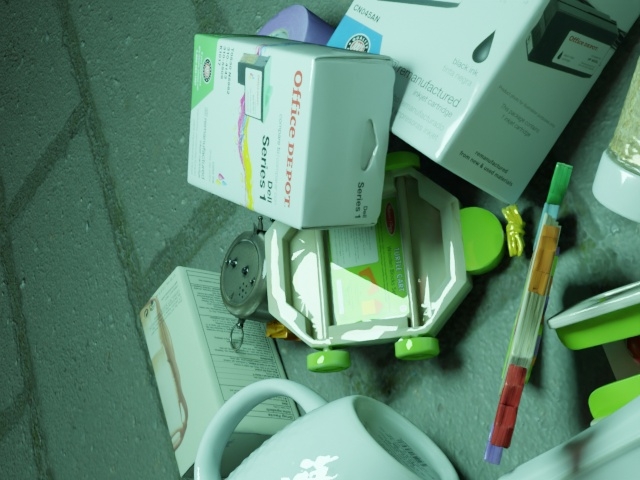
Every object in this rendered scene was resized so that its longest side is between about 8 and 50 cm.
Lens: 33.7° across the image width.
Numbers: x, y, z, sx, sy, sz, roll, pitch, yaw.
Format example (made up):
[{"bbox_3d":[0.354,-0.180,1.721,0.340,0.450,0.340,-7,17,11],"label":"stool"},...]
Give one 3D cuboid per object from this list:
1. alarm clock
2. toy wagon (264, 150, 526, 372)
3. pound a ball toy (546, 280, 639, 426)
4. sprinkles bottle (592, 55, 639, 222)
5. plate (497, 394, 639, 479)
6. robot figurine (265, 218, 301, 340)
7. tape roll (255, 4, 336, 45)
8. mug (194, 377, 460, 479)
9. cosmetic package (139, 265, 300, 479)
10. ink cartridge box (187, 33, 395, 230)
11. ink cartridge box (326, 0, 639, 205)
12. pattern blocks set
[{"bbox_3d":[-0.099,0.067,1.506,0.129,0.064,0.192,31,107,54],"label":"alarm clock"},{"bbox_3d":[0.095,0.023,1.354,0.344,0.068,0.267,-10,73,18],"label":"toy wagon"},{"bbox_3d":[0.377,0.128,1.038,0.319,0.136,0.208,-26,85,41],"label":"pound a ball toy"},{"bbox_3d":[0.379,-0.190,1.048,0.121,0.121,0.355,40,125,47],"label":"sprinkles bottle"},{"bbox_3d":[0.305,0.298,0.981,0.277,0.045,0.278,-42,62,35],"label":"plate"},{"bbox_3d":[0.000,0.000,1.519,0.211,0.085,0.291,-2,77,48],"label":"robot figurine"},{"bbox_3d":[-0.071,-0.217,1.599,0.275,0.090,0.274,-43,29,30],"label":"tape roll"},{"bbox_3d":[-0.025,0.331,1.287,0.328,0.276,0.374,-52,50,11],"label":"mug"},{"bbox_3d":[-0.151,0.198,1.579,0.129,0.153,0.296,-48,45,31],"label":"cosmetic package"},{"bbox_3d":[-0.046,-0.141,1.299,0.278,0.117,0.201,23,113,52],"label":"ink cartridge box"},{"bbox_3d":[0.209,-0.289,1.280,0.285,0.166,0.395,41,102,46],"label":"ink cartridge box"},{"bbox_3d":[0.225,0.080,1.130,0.026,0.285,0.324,14,74,10],"label":"pattern blocks set"}]
